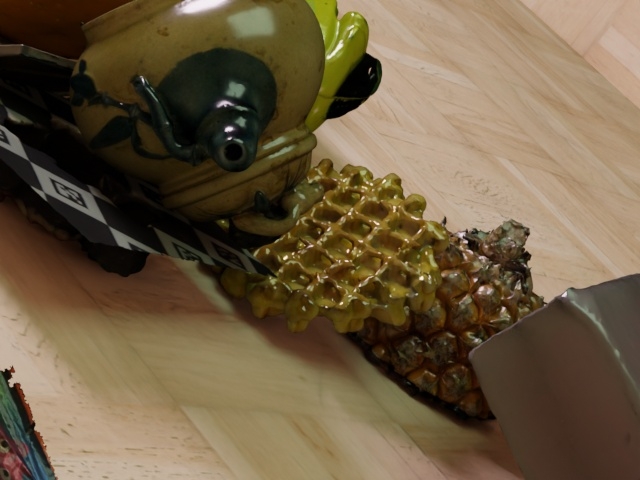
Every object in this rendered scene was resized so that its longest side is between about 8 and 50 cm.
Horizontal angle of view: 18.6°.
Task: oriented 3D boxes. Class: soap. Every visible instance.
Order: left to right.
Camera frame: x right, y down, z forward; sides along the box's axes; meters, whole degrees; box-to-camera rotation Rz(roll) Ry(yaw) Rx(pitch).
[{"bbox_3d":[0.247,0.161,1.374,0.285,0.107,0.296,62,21,10],"label":"soap"}]

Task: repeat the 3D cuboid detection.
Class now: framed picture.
[{"bbox_3d":[-0.205,-0.117,1.365,0.109,0.011,0.149,3,-5,29],"label":"framed picture"}]

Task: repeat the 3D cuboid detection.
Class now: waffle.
[{"bbox_3d":[0.005,0.002,1.420,0.191,0.038,0.191,5,38,-4],"label":"waffle"}]

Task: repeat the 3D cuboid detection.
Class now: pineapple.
[{"bbox_3d":[0.115,0.041,1.501,0.176,0.137,0.161,35,17,-9],"label":"pineapple"}]

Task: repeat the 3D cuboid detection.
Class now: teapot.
[{"bbox_3d":[-0.069,-0.082,1.307,0.269,0.173,0.182,-149,-144,-85],"label":"teapot"}]

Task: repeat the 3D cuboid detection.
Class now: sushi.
[{"bbox_3d":[-0.168,-0.033,1.286,0.219,0.047,0.231,41,12,25],"label":"sushi"}]

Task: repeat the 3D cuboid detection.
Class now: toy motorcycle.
[{"bbox_3d":[-0.048,-0.207,1.818,0.206,0.142,0.342,32,19,-22],"label":"toy motorcycle"}]

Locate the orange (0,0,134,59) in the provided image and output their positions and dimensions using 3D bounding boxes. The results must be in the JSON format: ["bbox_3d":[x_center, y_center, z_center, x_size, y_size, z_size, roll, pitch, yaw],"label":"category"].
[{"bbox_3d":[-0.189,-0.291,1.504,0.340,0.293,0.340,20,31,-13],"label":"orange"}]

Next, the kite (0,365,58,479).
[{"bbox_3d":[-0.166,0.118,0.872,0.234,0.016,0.321,48,26,-29],"label":"kite"}]
